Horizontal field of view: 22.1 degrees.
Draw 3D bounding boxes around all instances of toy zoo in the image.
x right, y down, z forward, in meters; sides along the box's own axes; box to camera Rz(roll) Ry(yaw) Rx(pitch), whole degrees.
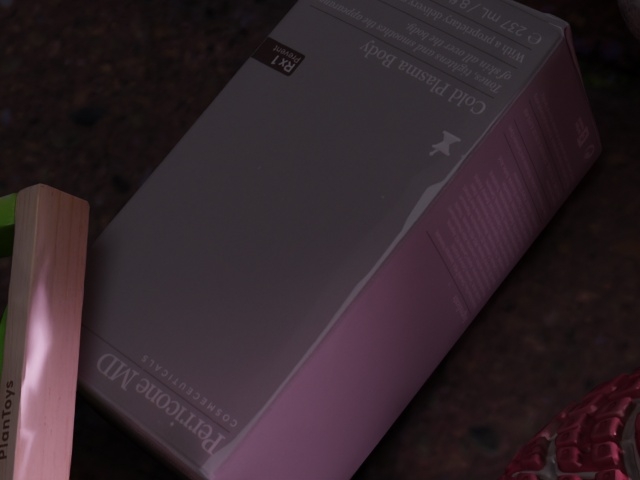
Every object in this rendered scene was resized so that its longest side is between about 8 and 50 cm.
[{"bbox_3d":[-0.216,0.097,0.708,0.293,0.030,0.192,-15,64,37],"label":"toy zoo"}]

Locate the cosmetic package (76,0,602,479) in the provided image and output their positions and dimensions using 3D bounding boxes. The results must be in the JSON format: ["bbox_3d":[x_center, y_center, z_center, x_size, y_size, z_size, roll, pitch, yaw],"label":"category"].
[{"bbox_3d":[0.000,0.000,0.706,0.127,0.107,0.238,29,72,31],"label":"cosmetic package"}]

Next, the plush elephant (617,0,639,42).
[{"bbox_3d":[0.202,-0.238,0.663,0.330,0.272,0.255,55,132,47],"label":"plush elephant"}]

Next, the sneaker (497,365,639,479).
[{"bbox_3d":[0.200,0.109,0.588,0.299,0.112,0.121,-2,26,29],"label":"sneaker"}]
